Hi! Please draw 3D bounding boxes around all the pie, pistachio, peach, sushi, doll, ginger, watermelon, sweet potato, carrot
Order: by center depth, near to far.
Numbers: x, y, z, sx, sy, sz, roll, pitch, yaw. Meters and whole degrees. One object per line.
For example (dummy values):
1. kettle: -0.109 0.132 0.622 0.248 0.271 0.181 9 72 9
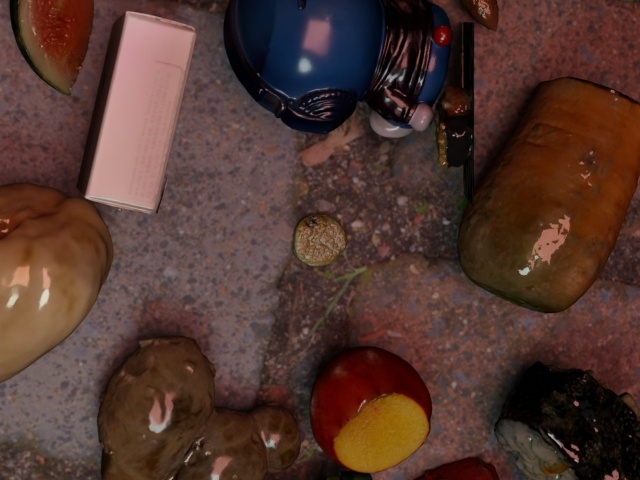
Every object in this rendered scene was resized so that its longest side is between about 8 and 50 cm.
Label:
1. pistachio: -0.420 0.061 1.535 0.321 0.229 0.238 -41 138 1
2. watermelon: -0.367 -0.327 1.588 0.119 0.063 0.245 5 95 -29
3. doll: 0.018 -0.273 1.606 0.310 0.240 0.284 7 65 -14
4. sushi: 0.187 -0.182 1.644 0.050 0.290 0.263 0 99 5
5. ginger: -0.177 0.287 1.670 0.304 0.155 0.244 34 80 -24
6. peach: 0.075 0.250 1.699 0.190 0.192 0.190 0 95 -2
7. carrot: 0.349 -0.067 1.721 0.224 0.224 0.340 26 86 -16
8. sweet potato: 0.218 -0.406 1.732 0.068 0.060 0.205 -39 107 -46
9. pie: 0.000 0.000 1.740 0.085 0.017 0.085 -1 96 -15
10. sushi: 0.420 0.346 1.795 0.171 0.211 0.350 -41 102 -25

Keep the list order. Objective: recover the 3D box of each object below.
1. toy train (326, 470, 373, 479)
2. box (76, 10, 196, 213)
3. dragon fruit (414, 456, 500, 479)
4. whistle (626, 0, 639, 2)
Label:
1. toy train: -0.020 0.407 1.727 0.200 0.083 0.132 -3 130 -17
2. box: -0.250 -0.170 1.556 0.106 0.203 0.251 13 93 -15
3. dragon fruit: 0.169 0.494 1.776 0.205 0.152 0.316 12 93 -14
4. whistle: 0.474 -0.420 1.781 0.228 0.085 0.105 11 93 -17
